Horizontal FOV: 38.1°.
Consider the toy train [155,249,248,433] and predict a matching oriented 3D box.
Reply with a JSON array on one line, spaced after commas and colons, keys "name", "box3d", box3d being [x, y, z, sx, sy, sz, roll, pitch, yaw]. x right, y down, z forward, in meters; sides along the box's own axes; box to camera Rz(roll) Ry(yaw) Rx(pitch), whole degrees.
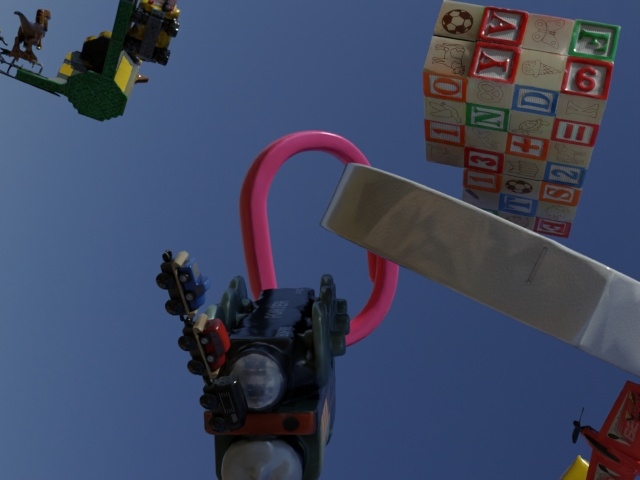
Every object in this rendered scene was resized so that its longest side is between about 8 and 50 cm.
[{"name": "toy train", "box3d": [-0.087, 0.078, 0.710, 0.027, 0.036, 0.158, -71, 147, -66]}]

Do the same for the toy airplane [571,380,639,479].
[{"name": "toy airplane", "box3d": [0.280, 0.196, 0.802, 0.151, 0.028, 0.151, 13, -73, 50]}]

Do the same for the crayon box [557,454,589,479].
[{"name": "crayon box", "box3d": [0.262, 0.460, 1.212, 0.106, 0.363, 0.313, 36, -104, 18]}]

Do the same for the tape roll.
[{"name": "tape roll", "box3d": [0.185, 0.036, 0.891, 0.392, 0.392, 0.072, 29, -86, 59]}]

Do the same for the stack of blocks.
[{"name": "stack of blocks", "box3d": [0.204, -0.116, 0.992, 0.297, 0.171, 0.087, 73, 31, -63]}]

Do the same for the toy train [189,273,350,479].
[{"name": "toy train", "box3d": [-0.040, 0.139, 0.913, 0.334, 0.142, 0.190, -69, 157, -83]}]

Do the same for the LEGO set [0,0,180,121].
[{"name": "LEGO set", "box3d": [-0.280, -0.284, 0.883, 0.255, 0.332, 0.192, 110, -8, -49]}]

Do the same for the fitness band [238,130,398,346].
[{"name": "fitness band", "box3d": [0.000, 0.000, 1.222, 0.054, 0.209, 0.290, 2, -79, 64]}]
